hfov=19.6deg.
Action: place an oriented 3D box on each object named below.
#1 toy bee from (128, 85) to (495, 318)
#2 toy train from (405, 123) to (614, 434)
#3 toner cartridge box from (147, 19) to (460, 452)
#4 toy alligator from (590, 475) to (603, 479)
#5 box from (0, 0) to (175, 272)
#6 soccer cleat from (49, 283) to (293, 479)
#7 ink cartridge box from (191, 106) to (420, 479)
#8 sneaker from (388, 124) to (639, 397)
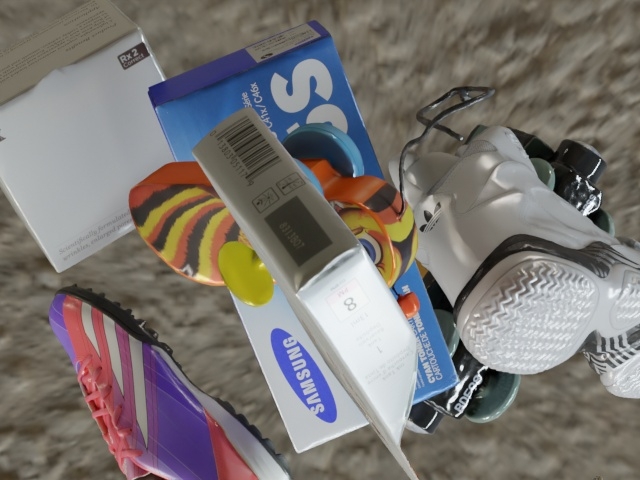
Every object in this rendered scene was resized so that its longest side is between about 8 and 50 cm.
[{"bbox_3d":[0.000,0.000,1.389,0.195,0.298,0.162,-29,107,-37],"label":"toy bee"},{"bbox_3d":[0.157,0.035,1.868,0.142,0.190,0.334,34,87,-32],"label":"toy train"},{"bbox_3d":[-0.012,-0.001,1.637,0.165,0.075,0.348,-23,110,-3],"label":"toner cartridge box"},{"bbox_3d":[0.188,0.222,1.256,0.051,0.190,0.056,-20,44,7],"label":"toy alligator"},{"bbox_3d":[-0.226,-0.102,1.743,0.181,0.119,0.182,-31,121,-8],"label":"box"},{"bbox_3d":[-0.166,0.164,1.745,0.116,0.108,0.318,-42,66,-17],"label":"soccer cleat"},{"bbox_3d":[0.015,0.046,1.208,0.066,0.189,0.232,-37,129,-1],"label":"ink cartridge box"},{"bbox_3d":[0.211,0.013,1.595,0.137,0.366,0.210,-51,53,24],"label":"sneaker"}]
